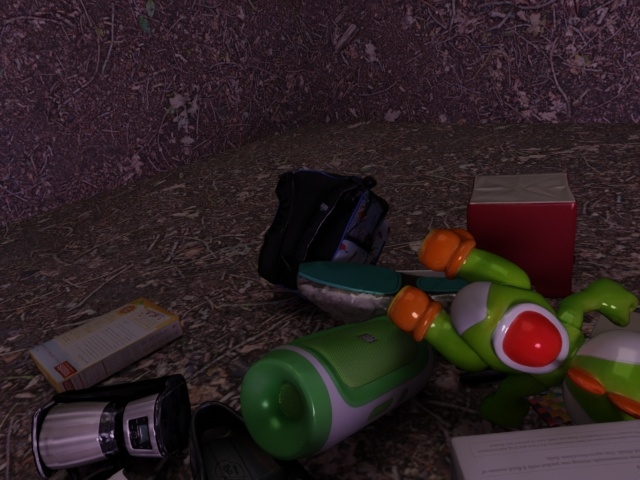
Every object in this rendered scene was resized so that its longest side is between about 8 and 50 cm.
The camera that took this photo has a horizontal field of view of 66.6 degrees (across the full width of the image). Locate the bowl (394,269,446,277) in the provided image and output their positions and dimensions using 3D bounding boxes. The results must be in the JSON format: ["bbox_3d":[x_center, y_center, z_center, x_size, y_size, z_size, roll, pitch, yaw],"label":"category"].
[{"bbox_3d":[0.185,0.086,0.941,0.142,0.053,0.142,0,-8,17],"label":"bowl"}]

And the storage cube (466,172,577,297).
[{"bbox_3d":[0.396,-0.016,0.977,0.215,0.193,0.184,2,25,22],"label":"storage cube"}]

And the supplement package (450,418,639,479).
[{"bbox_3d":[0.209,0.297,0.323,0.177,0.175,0.293,-6,23,2],"label":"supplement package"}]

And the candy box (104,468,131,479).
[{"bbox_3d":[-0.234,0.354,0.489,0.165,0.070,0.196,-25,28,-34],"label":"candy box"}]

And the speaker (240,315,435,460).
[{"bbox_3d":[0.040,0.175,0.634,0.131,0.131,0.296,9,7,36],"label":"speaker"}]

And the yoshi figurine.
[{"bbox_3d":[0.278,0.127,0.579,0.362,0.204,0.203,30,50,33],"label":"yoshi figurine"}]

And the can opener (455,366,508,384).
[{"bbox_3d":[0.296,0.179,0.728,0.186,0.073,0.059,-13,29,15],"label":"can opener"}]

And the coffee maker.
[{"bbox_3d":[-0.281,0.248,0.697,0.178,0.120,0.171,-8,22,1],"label":"coffee maker"}]

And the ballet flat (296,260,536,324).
[{"bbox_3d":[0.147,0.119,0.814,0.408,0.147,0.147,3,25,16],"label":"ballet flat"}]

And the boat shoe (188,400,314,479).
[{"bbox_3d":[-0.064,0.286,0.531,0.127,0.113,0.340,-19,24,-22],"label":"boat shoe"}]

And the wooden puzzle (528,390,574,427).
[{"bbox_3d":[0.320,0.229,0.663,0.049,0.006,0.083,-13,23,-8],"label":"wooden puzzle"}]

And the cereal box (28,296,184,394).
[{"bbox_3d":[-0.417,0.200,0.955,0.240,0.047,0.173,-28,29,-37],"label":"cereal box"}]

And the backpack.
[{"bbox_3d":[0.000,0.000,1.033,0.276,0.213,0.263,14,70,50],"label":"backpack"}]

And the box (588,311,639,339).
[{"bbox_3d":[0.487,0.175,0.597,0.275,0.113,0.094,12,30,38],"label":"box"}]
